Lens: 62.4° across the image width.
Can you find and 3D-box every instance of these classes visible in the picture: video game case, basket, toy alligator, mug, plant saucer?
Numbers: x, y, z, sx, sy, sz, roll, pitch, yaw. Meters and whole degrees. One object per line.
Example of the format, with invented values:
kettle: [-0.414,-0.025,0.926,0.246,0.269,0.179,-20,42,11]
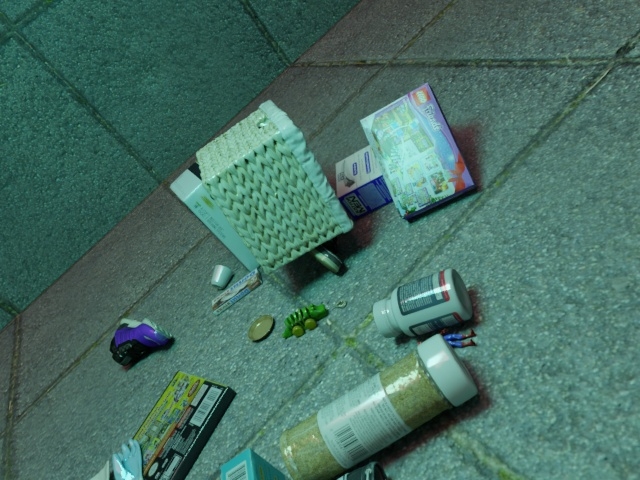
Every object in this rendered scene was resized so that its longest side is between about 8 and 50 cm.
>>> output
video game case: [-0.362,0.468,1.319,0.248,0.035,0.275,-1,49,46]
basket: [-0.131,-0.148,1.394,0.266,0.331,0.328,-31,28,0]
toy alligator: [-0.027,0.182,1.310,0.190,0.051,0.056,-32,32,13]
mug: [-0.320,0.125,1.707,0.062,0.078,0.064,12,61,14]
plant saucer: [-0.157,0.236,1.416,0.083,0.015,0.083,-27,32,19]

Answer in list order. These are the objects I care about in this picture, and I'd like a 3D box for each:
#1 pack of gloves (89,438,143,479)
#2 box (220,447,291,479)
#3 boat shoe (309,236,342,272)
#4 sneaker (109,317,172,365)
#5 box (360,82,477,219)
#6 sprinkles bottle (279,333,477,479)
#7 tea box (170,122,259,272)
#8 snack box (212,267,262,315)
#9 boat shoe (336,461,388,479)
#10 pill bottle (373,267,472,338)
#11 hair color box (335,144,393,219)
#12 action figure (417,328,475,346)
pack of gloves: [-0.499,0.597,1.248,0.195,0.046,0.232,-45,36,6]
box: [-0.055,0.435,0.828,0.060,0.244,0.100,-35,31,7]
boat shoe: [0.000,0.000,1.472,0.092,0.103,0.285,-45,25,0]
sneaker: [-0.582,0.333,1.678,0.293,0.102,0.146,-8,47,48]
box: [0.248,-0.226,1.362,0.201,0.057,0.293,-25,77,22]
sprinkles bottle: [0.099,0.309,0.946,0.355,0.121,0.121,-34,31,9]
tea box: [-0.233,-0.143,1.681,0.323,0.329,0.220,-43,31,-7]
snack box: [-0.256,0.157,1.617,0.178,0.022,0.064,-36,30,7]
boat shoe: [0.094,0.464,0.778,0.102,0.108,0.301,-36,24,10]
pill bottle: [0.204,0.134,1.073,0.180,0.108,0.108,-23,35,25]
hair color box: [0.211,-0.215,1.516,0.339,0.110,0.185,-25,36,20]
action figure: [0.242,0.196,1.032,0.115,0.030,0.038,-20,41,33]
